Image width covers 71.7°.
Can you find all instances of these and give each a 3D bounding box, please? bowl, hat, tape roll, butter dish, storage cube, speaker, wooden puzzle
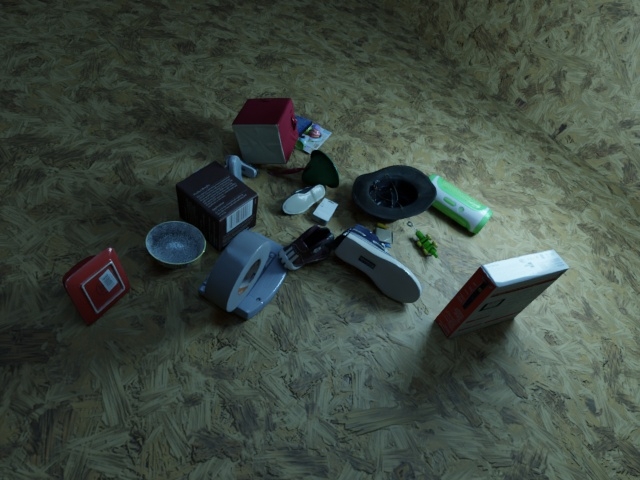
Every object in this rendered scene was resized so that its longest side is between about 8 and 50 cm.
[{"bbox_3d":[-0.438,0.029,1.337,0.170,0.080,0.170,11,46,-12],"label":"bowl"},{"bbox_3d":[0.287,-0.153,1.748,0.332,0.133,0.331,-2,45,2],"label":"hat"},{"bbox_3d":[-0.221,0.082,1.202,0.072,0.219,0.219,29,45,7],"label":"tape roll"},{"bbox_3d":[-0.056,-0.237,1.718,0.184,0.208,0.172,-34,110,-19],"label":"hat"},{"bbox_3d":[-0.611,0.110,1.169,0.118,0.160,0.160,12,41,24],"label":"butter dish"},{"bbox_3d":[-0.209,-0.428,1.734,0.215,0.183,0.193,4,47,14],"label":"storage cube"},{"bbox_3d":[0.565,-0.155,1.862,0.297,0.131,0.131,36,47,14],"label":"speaker"},{"bbox_3d":[0.242,-0.018,1.690,0.079,0.014,0.116,17,45,0],"label":"wooden puzzle"}]

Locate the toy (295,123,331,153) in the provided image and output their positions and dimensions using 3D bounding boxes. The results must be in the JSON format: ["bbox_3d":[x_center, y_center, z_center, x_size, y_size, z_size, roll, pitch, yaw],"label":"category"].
[{"bbox_3d":[-0.045,-0.479,1.978,0.137,0.056,0.237,28,45,4],"label":"toy"}]

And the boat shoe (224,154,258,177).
[{"bbox_3d":[-0.304,-0.287,1.711,0.142,0.049,0.040,32,27,7],"label":"boat shoe"}]

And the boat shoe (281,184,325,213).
[{"bbox_3d":[-0.074,-0.154,1.677,0.206,0.075,0.065,-32,23,-34],"label":"boat shoe"}]

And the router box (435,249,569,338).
[{"bbox_3d":[0.582,0.175,1.437,0.336,0.301,0.082,-8,53,-28],"label":"router box"}]

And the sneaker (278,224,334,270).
[{"bbox_3d":[0.000,0.000,1.442,0.106,0.162,0.281,53,37,4],"label":"sneaker"}]

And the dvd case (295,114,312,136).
[{"bbox_3d":[-0.187,-0.514,1.939,0.253,0.022,0.180,25,52,15],"label":"dvd case"}]

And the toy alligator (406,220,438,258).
[{"bbox_3d":[0.399,-0.001,1.711,0.189,0.056,0.051,57,12,31],"label":"toy alligator"}]

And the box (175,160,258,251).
[{"bbox_3d":[-0.332,-0.112,1.433,0.203,0.167,0.168,39,56,16],"label":"box"}]

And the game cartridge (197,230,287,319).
[{"bbox_3d":[-0.215,0.104,1.374,0.196,0.060,0.294,25,45,8],"label":"game cartridge"}]

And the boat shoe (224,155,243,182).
[{"bbox_3d":[-0.313,-0.213,1.524,0.076,0.226,0.083,7,63,-1],"label":"boat shoe"}]

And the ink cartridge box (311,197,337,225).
[{"bbox_3d":[0.017,-0.110,1.677,0.063,0.029,0.115,27,44,5],"label":"ink cartridge box"}]

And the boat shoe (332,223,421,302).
[{"bbox_3d":[0.212,0.066,1.528,0.341,0.127,0.158,38,31,3],"label":"boat shoe"}]
